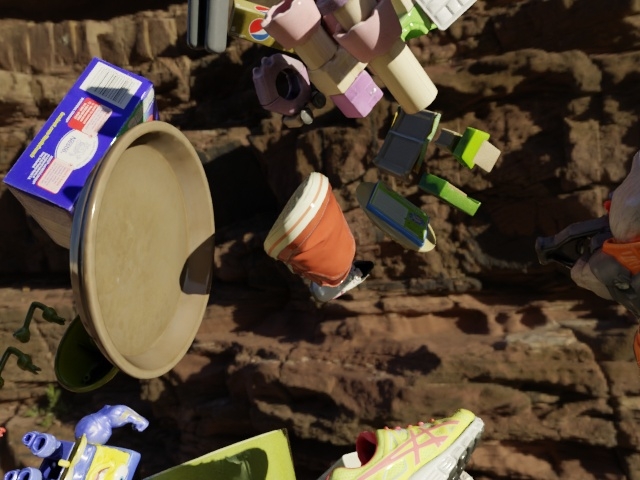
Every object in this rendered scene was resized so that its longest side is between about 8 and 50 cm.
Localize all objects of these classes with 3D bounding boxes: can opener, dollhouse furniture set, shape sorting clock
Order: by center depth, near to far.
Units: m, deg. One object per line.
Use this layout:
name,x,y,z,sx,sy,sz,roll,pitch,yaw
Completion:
can opener,-0.177,-0.466,0.917,0.074,0.280,0.093,17,22,19
shape sorting clock,0.159,-0.051,1.147,0.206,0.206,0.040,-4,-38,-46
dollhouse furniture set,0.311,-0.226,1.461,0.151,0.198,0.301,21,10,-40

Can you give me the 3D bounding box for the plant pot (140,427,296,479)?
plant pot,-0.133,0.482,0.826,0.274,0.293,0.275,-19,-20,-7

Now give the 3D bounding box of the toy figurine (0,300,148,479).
toy figurine,-0.328,0.282,0.714,0.191,0.363,0.217,-1,-36,17

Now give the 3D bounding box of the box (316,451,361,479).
box,0.029,0.549,1.066,0.148,0.121,0.311,8,-51,-42

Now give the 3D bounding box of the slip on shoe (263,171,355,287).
slip on shoe,0.000,0.000,0.725,0.101,0.123,0.331,31,-10,9

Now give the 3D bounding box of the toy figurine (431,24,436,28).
toy figurine,0.133,-0.463,1.011,0.173,0.159,0.130,-19,27,-10

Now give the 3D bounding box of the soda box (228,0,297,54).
soda box,-0.098,-0.442,1.125,0.181,0.061,0.058,9,39,-19

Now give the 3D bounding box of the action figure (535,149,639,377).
action figure,0.392,0.050,0.494,0.341,0.330,0.178,-27,20,40

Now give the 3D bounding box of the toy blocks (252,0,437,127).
toy blocks,0.025,-0.327,0.654,0.260,0.288,0.309,43,-16,-29

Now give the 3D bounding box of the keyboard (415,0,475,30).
keyboard,0.181,-0.303,0.482,0.256,0.072,0.014,-43,2,4

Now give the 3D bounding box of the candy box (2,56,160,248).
candy box,-0.408,-0.129,1.004,0.122,0.268,0.317,26,-21,-3

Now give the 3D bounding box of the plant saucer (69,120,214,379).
plant saucer,-0.186,0.010,0.596,0.041,0.278,0.278,2,1,10

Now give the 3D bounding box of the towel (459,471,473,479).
towel,0.278,0.644,1.167,0.049,0.282,0.187,19,4,-40

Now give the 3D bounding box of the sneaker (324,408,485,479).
sneaker,0.084,0.208,0.523,0.094,0.081,0.208,32,29,32

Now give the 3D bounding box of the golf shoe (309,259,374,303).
golf shoe,0.047,0.081,1.200,0.086,0.067,0.186,-29,-2,39
